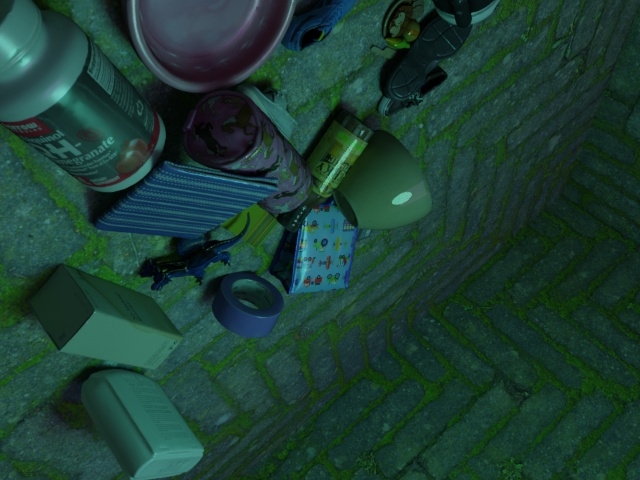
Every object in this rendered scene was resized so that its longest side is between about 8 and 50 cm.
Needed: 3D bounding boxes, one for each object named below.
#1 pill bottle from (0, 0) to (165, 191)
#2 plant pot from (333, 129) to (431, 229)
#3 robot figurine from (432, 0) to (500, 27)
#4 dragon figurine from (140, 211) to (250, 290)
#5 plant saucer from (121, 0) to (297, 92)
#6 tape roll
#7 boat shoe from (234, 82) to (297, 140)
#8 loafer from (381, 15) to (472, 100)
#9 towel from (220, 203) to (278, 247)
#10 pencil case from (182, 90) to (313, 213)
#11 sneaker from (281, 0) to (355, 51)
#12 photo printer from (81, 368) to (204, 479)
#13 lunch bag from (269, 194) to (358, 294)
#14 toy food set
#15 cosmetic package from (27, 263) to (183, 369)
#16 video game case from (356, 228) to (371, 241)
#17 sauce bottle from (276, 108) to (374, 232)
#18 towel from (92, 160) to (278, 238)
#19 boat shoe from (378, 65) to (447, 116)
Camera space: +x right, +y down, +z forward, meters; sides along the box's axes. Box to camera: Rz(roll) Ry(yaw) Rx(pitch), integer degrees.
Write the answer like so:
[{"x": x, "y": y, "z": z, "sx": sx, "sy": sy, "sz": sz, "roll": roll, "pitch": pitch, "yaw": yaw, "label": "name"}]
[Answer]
[{"x": -0.384, "y": -0.217, "z": 0.817, "sx": 0.176, "sy": 0.176, "sz": 0.318, "roll": -44, "pitch": 152, "yaw": -5, "label": "pill bottle"}, {"x": 0.146, "y": -0.138, "z": 1.546, "sx": 0.191, "sy": 0.284, "sz": 0.284, "roll": -32, "pitch": 149, "yaw": -12, "label": "plant pot"}, {"x": 0.331, "y": -0.624, "z": 1.269, "sx": 0.209, "sy": 0.173, "sz": 0.278, "roll": -44, "pitch": 151, "yaw": 0, "label": "robot figurine"}, {"x": -0.287, "y": 0.032, "z": 1.331, "sx": 0.289, "sy": 0.085, "sz": 0.144, "roll": -34, "pitch": 163, "yaw": 3, "label": "dragon figurine"}, {"x": -0.186, "y": -0.416, "z": 0.931, "sx": 0.332, "sy": 0.084, "sz": 0.332, "roll": -34, "pitch": 149, "yaw": -24, "label": "plant saucer"}, {"x": -0.203, "y": 0.179, "z": 1.556, "sx": 0.189, "sy": 0.189, "sz": 0.080, "roll": -9, "pitch": 135, "yaw": -48, "label": "tape roll"}, {"x": -0.112, "y": -0.292, "z": 1.209, "sx": 0.081, "sy": 0.079, "sz": 0.227, "roll": -56, "pitch": 157, "yaw": -3, "label": "boat shoe"}, {"x": 0.271, "y": -0.494, "z": 1.468, "sx": 0.302, "sy": 0.095, "sz": 0.109, "roll": -47, "pitch": 110, "yaw": -3, "label": "loafer"}, {"x": -0.193, "y": -0.056, "z": 1.452, "sx": 0.102, "sy": 0.021, "sz": 0.237, "roll": -51, "pitch": 152, "yaw": 0, "label": "towel"}, {"x": -0.137, "y": -0.170, "z": 1.154, "sx": 0.167, "sy": 0.160, "sz": 0.386, "roll": -22, "pitch": 166, "yaw": 8, "label": "pencil case"}, {"x": 0.009, "y": -0.454, "z": 1.151, "sx": 0.209, "sy": 0.082, "sz": 0.069, "roll": -38, "pitch": 149, "yaw": -18, "label": "sneaker"}, {"x": -0.466, "y": 0.463, "z": 1.434, "sx": 0.107, "sy": 0.307, "sz": 0.256, "roll": -46, "pitch": 155, "yaw": 0, "label": "photo printer"}, {"x": 0.000, "y": 0.000, "z": 1.661, "sx": 0.221, "sy": 0.138, "sz": 0.293, "roll": -2, "pitch": 120, "yaw": -36, "label": "lunch bag"}, {"x": 0.208, "y": -0.534, "z": 1.359, "sx": 0.132, "sy": 0.038, "sz": 0.192, "roll": -7, "pitch": 132, "yaw": -50, "label": "toy food set"}, {"x": -0.465, "y": 0.180, "z": 1.235, "sx": 0.113, "sy": 0.160, "sz": 0.309, "roll": -47, "pitch": 153, "yaw": -1, "label": "cosmetic package"}, {"x": 0.093, "y": -0.054, "z": 1.834, "sx": 0.274, "sy": 0.026, "sz": 0.196, "roll": -20, "pitch": 142, "yaw": -38, "label": "video game case"}, {"x": 0.005, "y": -0.176, "z": 1.468, "sx": 0.344, "sy": 0.111, "sz": 0.111, "roll": -56, "pitch": 150, "yaw": 15, "label": "sauce bottle"}, {"x": -0.271, "y": -0.073, "z": 1.085, "sx": 0.243, "sy": 0.040, "sz": 0.336, "roll": 5, "pitch": 160, "yaw": -41, "label": "towel"}, {"x": 0.264, "y": -0.413, "z": 1.550, "sx": 0.228, "sy": 0.076, "sz": 0.080, "roll": -38, "pitch": 150, "yaw": -16, "label": "boat shoe"}]
